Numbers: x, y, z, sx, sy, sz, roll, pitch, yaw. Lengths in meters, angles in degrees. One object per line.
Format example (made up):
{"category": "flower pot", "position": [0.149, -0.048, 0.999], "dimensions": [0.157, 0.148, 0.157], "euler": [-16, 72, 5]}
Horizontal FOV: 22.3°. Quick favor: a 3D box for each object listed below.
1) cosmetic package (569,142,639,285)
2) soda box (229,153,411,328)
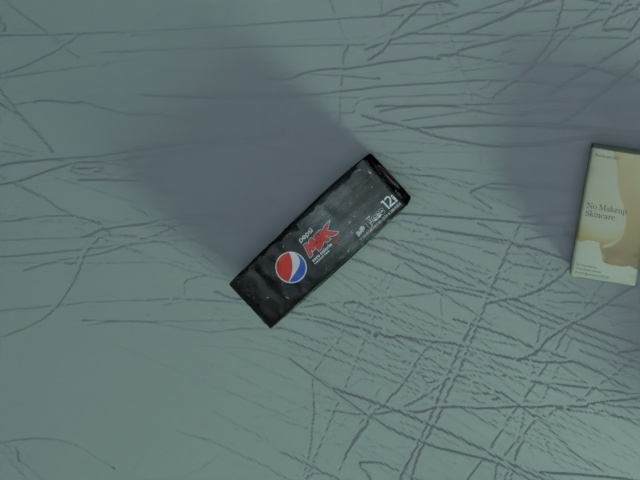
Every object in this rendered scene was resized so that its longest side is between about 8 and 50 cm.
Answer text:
{"category": "cosmetic package", "position": [0.254, -0.023, 1.407], "dimensions": [0.060, 0.041, 0.115], "euler": [8, 100, 8]}
{"category": "soda box", "position": [0.000, 0.000, 1.445], "dimensions": [0.169, 0.053, 0.060], "euler": [-43, 90, 12]}
